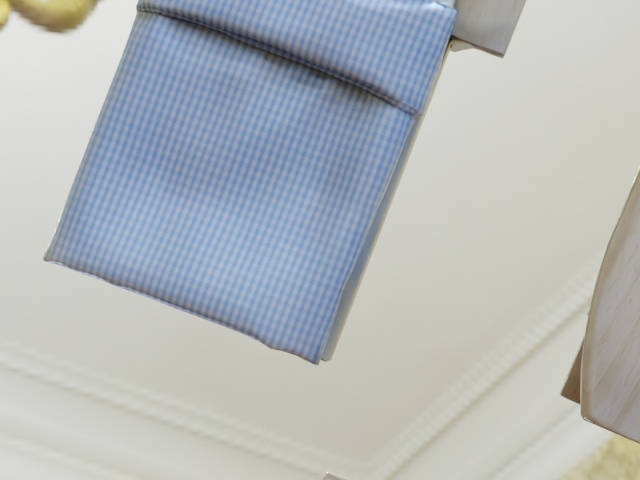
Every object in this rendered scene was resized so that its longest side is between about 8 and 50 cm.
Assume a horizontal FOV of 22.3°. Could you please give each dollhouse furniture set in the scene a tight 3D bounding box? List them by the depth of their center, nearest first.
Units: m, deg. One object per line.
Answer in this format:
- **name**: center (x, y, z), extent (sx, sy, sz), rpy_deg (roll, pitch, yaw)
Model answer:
- **dollhouse furniture set**: center (0.000, 0.000, 0.591), extent (0.303, 0.286, 0.198), rpy_deg (23, -1, 9)
